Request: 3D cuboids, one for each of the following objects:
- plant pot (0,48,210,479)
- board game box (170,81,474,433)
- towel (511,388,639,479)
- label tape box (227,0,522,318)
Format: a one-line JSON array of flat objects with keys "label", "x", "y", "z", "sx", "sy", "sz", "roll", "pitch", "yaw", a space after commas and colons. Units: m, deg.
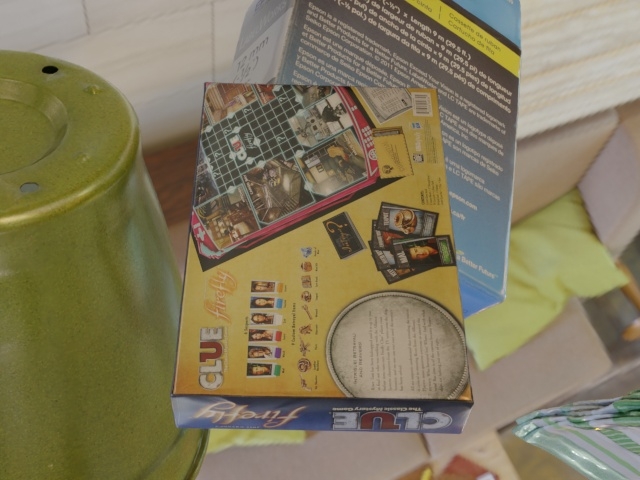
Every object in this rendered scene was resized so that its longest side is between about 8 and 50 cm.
[{"label": "plant pot", "x": -0.273, "y": 0.045, "z": 0.777, "sx": 0.366, "sy": 0.366, "sz": 0.353, "roll": -15, "pitch": 136, "yaw": -25}, {"label": "board game box", "x": 0.000, "y": 0.000, "z": 0.571, "sx": 0.165, "sy": 0.243, "sz": 0.042, "roll": 2, "pitch": 142, "yaw": -2}, {"label": "towel", "x": 0.359, "y": 0.229, "z": 0.895, "sx": 0.038, "sy": 0.247, "sz": 0.325, "roll": -59, "pitch": -175, "yaw": -21}, {"label": "label tape box", "x": 0.051, "y": -0.126, "z": 0.814, "sx": 0.249, "sy": 0.348, "sz": 0.115, "roll": 26, "pitch": 145, "yaw": -25}]
